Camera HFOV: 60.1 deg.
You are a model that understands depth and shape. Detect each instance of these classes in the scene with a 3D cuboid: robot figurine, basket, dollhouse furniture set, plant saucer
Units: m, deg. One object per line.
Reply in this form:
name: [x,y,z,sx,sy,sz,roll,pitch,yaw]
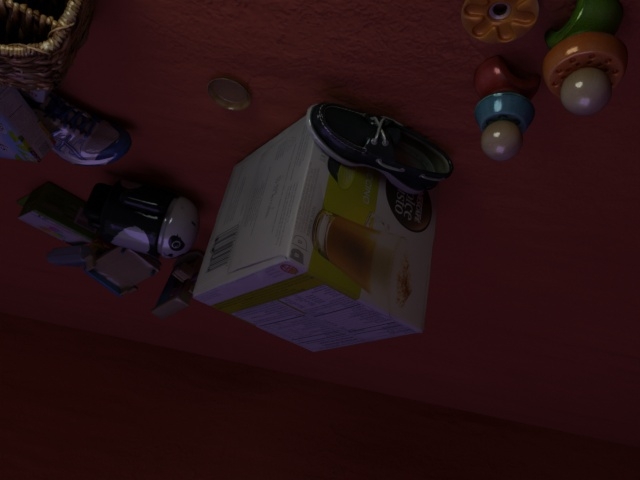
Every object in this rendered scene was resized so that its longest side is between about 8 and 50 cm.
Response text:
robot figurine: [-0.450,-0.052,1.411,0.278,0.174,0.209,16,-166,-5]
basket: [-0.488,-0.374,0.775,0.299,0.214,0.223,23,152,-19]
dollhouse furniture set: [-0.479,0.041,1.622,0.286,0.198,0.303,-27,124,33]
plant saucer: [-0.169,-0.276,1.032,0.083,0.015,0.083,11,153,6]

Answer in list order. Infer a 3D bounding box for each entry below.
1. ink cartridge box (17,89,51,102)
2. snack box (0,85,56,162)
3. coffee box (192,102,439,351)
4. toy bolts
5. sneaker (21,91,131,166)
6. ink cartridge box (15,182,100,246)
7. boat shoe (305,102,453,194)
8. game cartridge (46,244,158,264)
ink cartridge box: [-0.544,-0.348,1.003,0.127,0.072,0.175,26,151,-21]
snack box: [-0.646,-0.252,1.065,0.174,0.070,0.207,10,147,20]
coffee box: [0.000,0.000,1.127,0.334,0.338,0.338,30,148,-29]
toy bolts: [0.274,-0.223,0.771,0.218,0.159,0.228,17,153,-8]
sneaker: [-0.552,-0.247,1.160,0.296,0.112,0.131,13,153,-1]
ink cartridge box: [-0.793,-0.059,1.647,0.255,0.097,0.188,-13,143,41]
boat shoe: [0.114,-0.178,0.998,0.302,0.115,0.091,17,156,-34]
game cartridge: [-0.676,0.060,1.756,0.198,0.062,0.297,0,172,33]
